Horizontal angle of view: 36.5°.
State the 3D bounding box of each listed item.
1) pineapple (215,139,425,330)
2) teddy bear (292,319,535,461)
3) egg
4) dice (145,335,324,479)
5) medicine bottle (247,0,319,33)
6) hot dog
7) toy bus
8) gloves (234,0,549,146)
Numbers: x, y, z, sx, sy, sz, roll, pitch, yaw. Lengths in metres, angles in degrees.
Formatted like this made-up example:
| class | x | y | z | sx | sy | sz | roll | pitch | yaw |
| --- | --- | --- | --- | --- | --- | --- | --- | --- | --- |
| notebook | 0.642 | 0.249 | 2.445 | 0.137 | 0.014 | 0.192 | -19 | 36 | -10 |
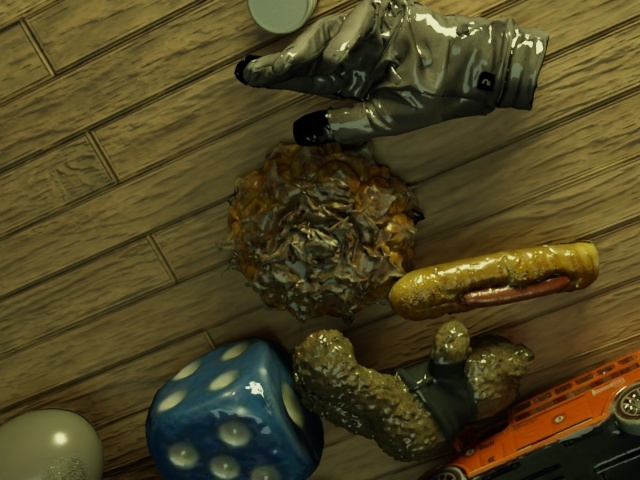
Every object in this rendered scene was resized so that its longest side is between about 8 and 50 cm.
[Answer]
| class | x | y | z | sx | sy | sz | roll | pitch | yaw |
| --- | --- | --- | --- | --- | --- | --- | --- | --- | --- |
| pineapple | 0.000 | 0.000 | 0.971 | 0.224 | 0.076 | 0.225 | 3 | 114 | 7 |
| teddy bear | 0.094 | 0.158 | 0.987 | 0.251 | 0.182 | 0.129 | -4 | 71 | -10 |
| egg | -0.322 | 0.271 | 1.085 | 0.146 | 0.146 | 0.199 | 38 | 105 | -10 |
| dice | -0.087 | 0.194 | 1.024 | 0.146 | 0.146 | 0.143 | -26 | 106 | 16 |
| medicine bottle | -0.031 | -0.220 | 0.867 | 0.058 | 0.091 | 0.058 | 2 | 114 | 6 |
| hot dog | 0.174 | 0.041 | 0.950 | 0.215 | 0.047 | 0.066 | -9 | 136 | -8 |
| toy bus | 0.249 | 0.234 | 1.001 | 0.329 | 0.153 | 0.143 | -29 | 109 | 16 |
| gloves | 0.065 | -0.150 | 0.879 | 0.285 | 0.119 | 0.142 | -1 | 114 | -9 |
